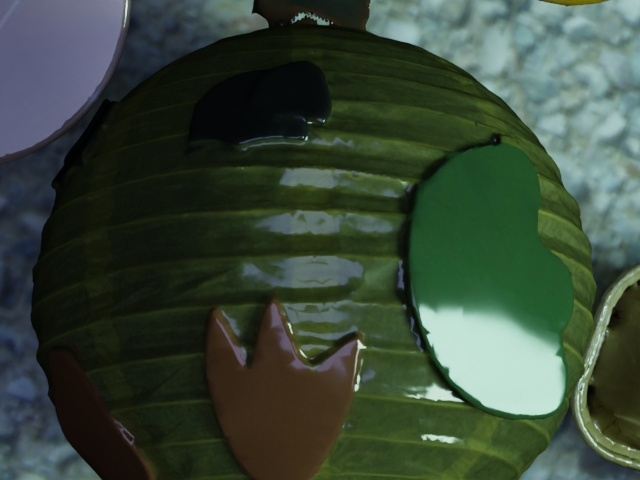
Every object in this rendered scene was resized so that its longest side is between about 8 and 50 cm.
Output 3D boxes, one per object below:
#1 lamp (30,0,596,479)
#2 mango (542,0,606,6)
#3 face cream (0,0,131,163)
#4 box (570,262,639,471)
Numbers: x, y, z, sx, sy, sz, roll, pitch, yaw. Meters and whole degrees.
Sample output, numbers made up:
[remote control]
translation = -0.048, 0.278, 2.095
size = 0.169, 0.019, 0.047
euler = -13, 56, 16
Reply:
[lamp]
translation = 0.000, 0.000, 0.848
size = 0.250, 0.250, 0.284
euler = 5, 73, -10
[mango]
translation = 0.093, -0.251, 0.877
size = 0.177, 0.120, 0.294
euler = -8, 100, -6
[face cream]
translation = -0.161, -0.110, 0.866
size = 0.149, 0.104, 0.149
euler = -1, 99, -9
[box]
translation = 0.207, 0.073, 0.953
size = 0.177, 0.111, 0.111
euler = 17, 95, -11
